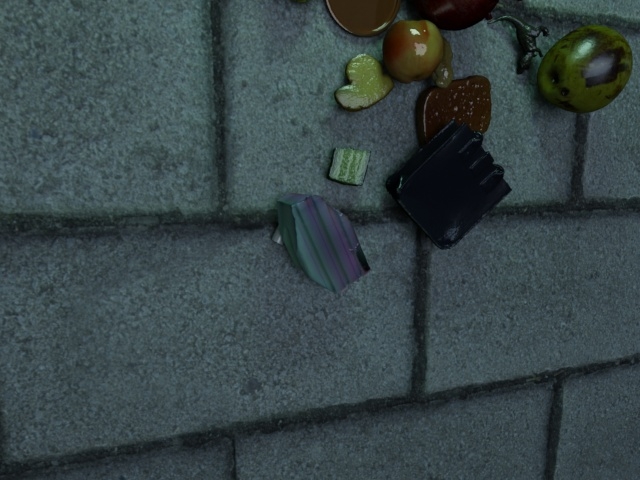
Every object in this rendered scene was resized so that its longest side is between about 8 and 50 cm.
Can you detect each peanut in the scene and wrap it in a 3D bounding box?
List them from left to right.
[{"bbox_3d":[0.369,-0.546,1.563,0.080,0.080,0.174,3,75,-21],"label":"peanut"}]

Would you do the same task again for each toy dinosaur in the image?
[{"bbox_3d":[0.648,-0.642,1.666,0.179,0.087,0.187,-13,102,-20],"label":"toy dinosaur"}]

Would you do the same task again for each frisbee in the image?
[{"bbox_3d":[0.124,-0.724,1.489,0.251,0.021,0.250,-3,100,-20],"label":"frisbee"}]

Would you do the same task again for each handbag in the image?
[{"bbox_3d":[0.407,-0.175,1.607,0.329,0.122,0.303,-44,116,3],"label":"handbag"}]

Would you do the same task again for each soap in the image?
[{"bbox_3d":[0.000,0.000,1.498,0.193,0.109,0.323,-33,119,-17],"label":"soap"}]

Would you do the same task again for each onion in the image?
[{"bbox_3d":[0.393,-0.743,1.456,0.276,0.276,0.276,-4,101,-20],"label":"onion"}]

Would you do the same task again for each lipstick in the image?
[{"bbox_3d":[-0.097,-0.055,1.514,0.040,0.040,0.141,28,88,-23],"label":"lipstick"}]

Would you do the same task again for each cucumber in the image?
[{"bbox_3d":[0.080,-0.227,1.539,0.117,0.062,0.115,11,94,-15],"label":"cucumber"}]

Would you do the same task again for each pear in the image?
[{"bbox_3d":[0.858,-0.555,1.665,0.284,0.283,0.283,-4,101,-20],"label":"pear"}]

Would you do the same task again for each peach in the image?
[{"bbox_3d":[0.267,-0.549,1.486,0.184,0.184,0.184,-4,101,-20],"label":"peach"}]

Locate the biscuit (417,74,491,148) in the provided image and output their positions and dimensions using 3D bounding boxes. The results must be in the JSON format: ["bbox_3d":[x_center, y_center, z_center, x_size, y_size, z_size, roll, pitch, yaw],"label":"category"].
[{"bbox_3d":[0.436,-0.384,1.652,0.277,0.052,0.262,-21,110,-16],"label":"biscuit"}]

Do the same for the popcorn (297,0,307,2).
[{"bbox_3d":[-0.047,-0.718,1.377,0.142,0.162,0.135,13,132,0],"label":"popcorn"}]

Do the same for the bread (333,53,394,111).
[{"bbox_3d":[0.113,-0.462,1.514,0.188,0.065,0.149,-33,99,-9],"label":"bread"}]
